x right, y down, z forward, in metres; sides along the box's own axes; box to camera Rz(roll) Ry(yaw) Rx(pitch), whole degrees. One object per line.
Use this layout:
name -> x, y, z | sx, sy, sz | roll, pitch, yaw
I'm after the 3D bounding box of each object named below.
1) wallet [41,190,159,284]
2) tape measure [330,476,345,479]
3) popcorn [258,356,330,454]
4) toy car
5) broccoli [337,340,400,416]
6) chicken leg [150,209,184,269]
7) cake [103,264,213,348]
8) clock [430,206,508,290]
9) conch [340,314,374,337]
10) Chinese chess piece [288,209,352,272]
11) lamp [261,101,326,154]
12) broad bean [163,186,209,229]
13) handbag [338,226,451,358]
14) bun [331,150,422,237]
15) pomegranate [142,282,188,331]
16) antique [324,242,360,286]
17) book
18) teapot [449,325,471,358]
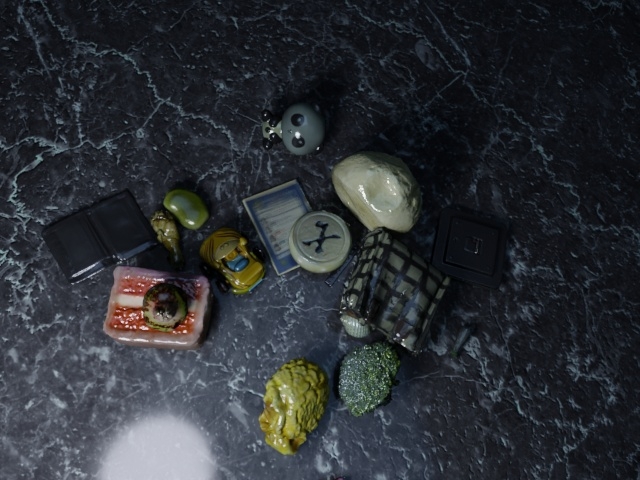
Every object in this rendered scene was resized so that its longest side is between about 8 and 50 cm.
wallet -> -0.762, -0.010, 1.657 | 0.323, 0.041, 0.247 | -31, 78, -19
tape measure -> 0.032, 0.801, 1.460 | 0.125, 0.074, 0.118 | -8, 67, -15
popcorn -> -0.089, 0.499, 1.468 | 0.173, 0.225, 0.286 | 19, 68, 35
toy car -> -0.302, 0.062, 1.634 | 0.248, 0.142, 0.200 | 42, 71, 6
broccoli -> 0.155, 0.449, 1.541 | 0.198, 0.226, 0.176 | 11, 28, 39
chicken leg -> -0.526, -0.006, 1.653 | 0.088, 0.103, 0.228 | -14, 77, -26
cake -> -0.499, 0.220, 1.511 | 0.308, 0.230, 0.237 | 7, 72, -5
clock -> 0.566, 0.026, 1.802 | 0.273, 0.049, 0.279 | 15, 70, -1
conch -> 0.142, 0.266, 1.639 | 0.153, 0.102, 0.135 | 9, 83, -35
Chinese chess piece -> 0.000, 0.000, 1.702 | 0.237, 0.092, 0.238 | 3, 70, -7
lamp -> -0.100, -0.424, 1.811 | 0.243, 0.198, 0.198 | 2, 70, 11
broad bean -> -0.483, -0.119, 1.714 | 0.174, 0.082, 0.124 | 35, 71, -5
handbag -> 0.247, 0.173, 1.601 | 0.325, 0.162, 0.327 | 35, 62, -14
bun -> 0.211, -0.184, 1.694 | 0.227, 0.352, 0.349 | -44, 119, -8
pomegranate -> -0.444, 0.189, 1.333 | 0.125, 0.163, 0.138 | 9, 92, 8
antique -> 0.082, 0.087, 1.739 | 0.031, 0.015, 0.192 | 36, 71, 6
book -> -0.122, -0.053, 1.762 | 0.228, 0.018, 0.322 | -22, 75, -15
teapot -> 0.491, 0.360, 1.683 | 0.042, 0.043, 0.111 | 31, 73, 4
